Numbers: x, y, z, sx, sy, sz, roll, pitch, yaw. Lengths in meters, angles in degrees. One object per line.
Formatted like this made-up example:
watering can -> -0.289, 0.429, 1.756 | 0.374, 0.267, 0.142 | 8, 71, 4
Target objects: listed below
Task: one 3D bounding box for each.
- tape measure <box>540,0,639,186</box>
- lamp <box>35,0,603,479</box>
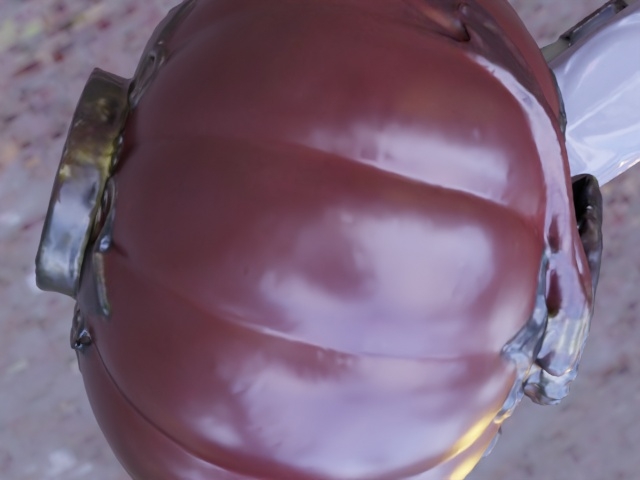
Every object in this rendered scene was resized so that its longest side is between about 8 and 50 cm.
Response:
tape measure -> 0.193, -0.105, 1.276 | 0.196, 0.105, 0.178 | -36, 177, 2
lamp -> 0.000, 0.000, 0.937 | 0.257, 0.303, 0.303 | 12, 142, -3
